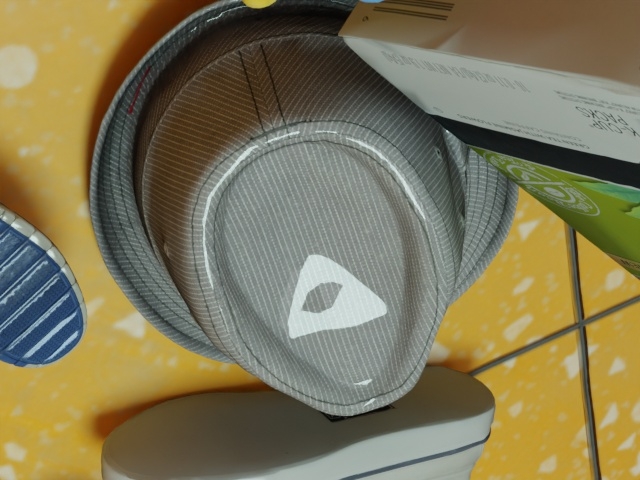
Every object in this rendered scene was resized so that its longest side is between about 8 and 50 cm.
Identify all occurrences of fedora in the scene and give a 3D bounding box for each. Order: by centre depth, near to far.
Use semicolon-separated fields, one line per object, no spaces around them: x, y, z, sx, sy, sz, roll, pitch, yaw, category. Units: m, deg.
0.000;0.000;0.955;0.244;0.124;0.275;-13;127;-1;fedora

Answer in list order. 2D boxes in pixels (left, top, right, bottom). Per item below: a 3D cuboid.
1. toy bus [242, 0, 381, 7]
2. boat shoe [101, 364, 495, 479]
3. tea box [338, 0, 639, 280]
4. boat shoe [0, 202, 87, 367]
0.024;-0.204;0.780;0.220;0.211;0.149;-31;155;-9;toy bus
-0.012;0.143;1.101;0.267;0.096;0.088;-10;121;-33;boat shoe
0.243;-0.150;0.890;0.323;0.220;0.329;35;79;-39;tea box
-0.188;-0.007;0.914;0.066;0.066;0.183;-39;125;-3;boat shoe
